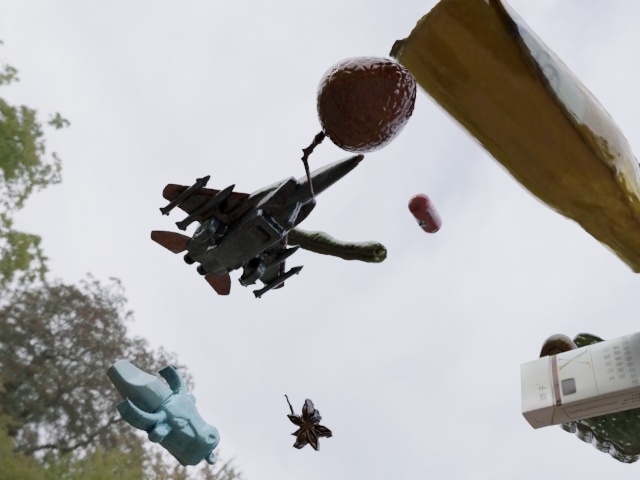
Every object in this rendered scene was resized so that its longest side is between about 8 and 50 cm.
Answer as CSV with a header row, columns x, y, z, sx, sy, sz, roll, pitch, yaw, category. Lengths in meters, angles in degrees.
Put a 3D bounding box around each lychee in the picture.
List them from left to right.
x,y,z,sx,sy,sz,roll,pitch,yaw,category
0.034,-0.135,0.572,0.140,0.101,0.114,-16,-120,8,lychee

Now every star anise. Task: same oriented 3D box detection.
x,y,z,sx,sy,sz,roll,pitch,yaw,category
-0.045,0.450,1.367,0.191,0.097,0.070,51,-5,41,star anise

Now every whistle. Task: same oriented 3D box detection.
x,y,z,sx,sy,sz,roll,pitch,yaw,category
-0.302,0.335,1.054,0.274,0.186,0.093,43,-78,2,whistle

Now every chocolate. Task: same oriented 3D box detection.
x,y,z,sx,sy,sz,roll,pitch,yaw,category
0.300,-0.148,0.714,0.445,0.162,0.162,46,-55,4,chocolate

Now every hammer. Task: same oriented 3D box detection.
x,y,z,sx,sy,sz,roll,pitch,yaw,category
0.170,-0.042,0.881,0.043,0.043,0.083,0,-30,31,hammer

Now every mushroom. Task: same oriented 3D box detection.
x,y,z,sx,sy,sz,roll,pitch,yaw,category
0.417,0.233,0.962,0.073,0.129,0.088,35,-17,-20,mushroom

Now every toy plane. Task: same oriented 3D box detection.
x,y,z,sx,sy,sz,roll,pitch,yaw,category
-0.075,-0.024,0.705,0.326,0.104,0.223,-24,-58,37,toy plane

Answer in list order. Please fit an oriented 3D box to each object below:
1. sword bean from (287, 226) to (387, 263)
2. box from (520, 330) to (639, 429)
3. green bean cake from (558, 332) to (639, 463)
x,y,z,sx,sy,sz,roll,pitch,yaw,category
0.000,0.000,0.887,0.269,0.038,0.043,13,-65,44,sword bean
0.322,0.170,0.657,0.154,0.084,0.040,-26,-64,32,box
0.522,0.285,0.991,0.185,0.183,0.094,25,-26,41,green bean cake
